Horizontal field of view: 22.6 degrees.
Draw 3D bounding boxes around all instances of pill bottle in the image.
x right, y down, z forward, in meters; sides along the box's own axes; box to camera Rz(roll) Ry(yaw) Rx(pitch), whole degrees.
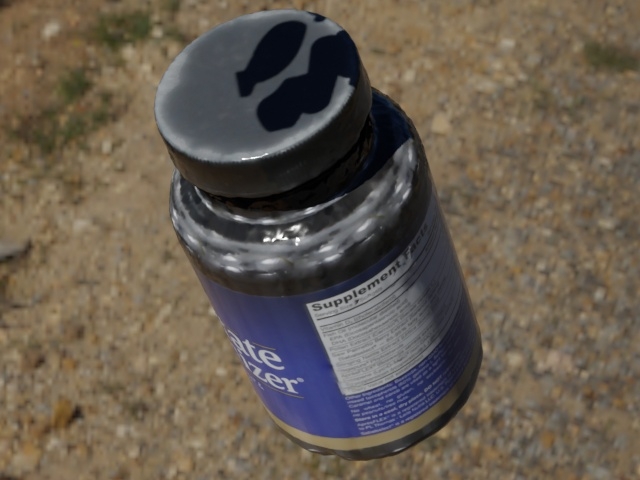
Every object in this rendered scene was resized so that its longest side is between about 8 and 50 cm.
[{"bbox_3d":[0.000,0.000,0.765,0.123,0.219,0.122,-10,48,11],"label":"pill bottle"}]
